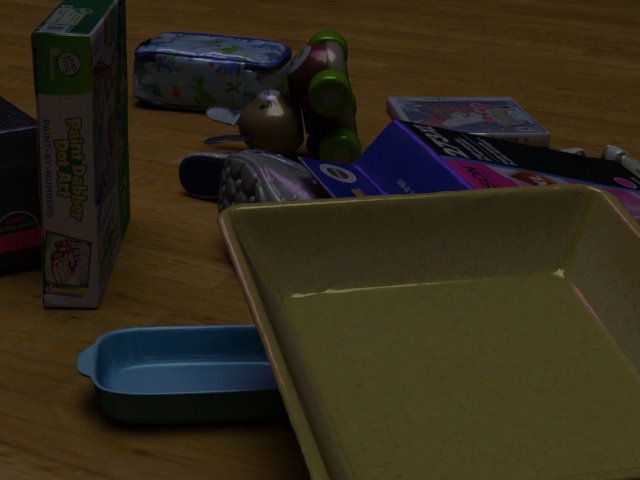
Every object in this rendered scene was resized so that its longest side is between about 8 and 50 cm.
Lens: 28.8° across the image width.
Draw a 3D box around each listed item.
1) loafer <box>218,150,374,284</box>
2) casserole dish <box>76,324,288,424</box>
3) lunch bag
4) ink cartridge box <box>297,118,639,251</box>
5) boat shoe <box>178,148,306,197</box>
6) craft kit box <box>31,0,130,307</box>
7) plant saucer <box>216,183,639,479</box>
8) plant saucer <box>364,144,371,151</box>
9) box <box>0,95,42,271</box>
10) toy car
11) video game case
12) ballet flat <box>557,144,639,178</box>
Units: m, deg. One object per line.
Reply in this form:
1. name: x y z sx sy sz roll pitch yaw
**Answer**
1. loafer: 0.000 0.000 1.140 0.111 0.112 0.319 -2 26 -30
2. casserole dish: -0.088 0.103 0.944 0.188 0.037 0.114 0 20 -8
3. lunch bag: -0.153 -0.245 1.798 0.218 0.090 0.176 7 18 9
4. ink cartridge box: 0.178 -0.036 1.146 0.370 0.069 0.176 5 27 -30
5. boat shoe: -0.066 -0.073 1.373 0.183 0.066 0.066 14 22 29
6. craft kit box: -0.219 -0.097 1.168 0.060 0.247 0.250 4 21 -3
7. plant saucer: 0.115 0.083 0.881 0.332 0.081 0.333 -3 34 -16
8. plant saucer: 0.096 -0.104 1.541 0.083 0.015 0.083 1 20 0
9. box: -0.390 -0.069 1.222 0.165 0.143 0.270 -13 26 -30
10. toy car: -0.051 -0.160 1.527 0.188 0.149 0.155 -9 31 4
11. video game case: 0.196 -0.164 1.700 0.183 0.023 0.201 -1 21 -7
12. ballet flat: 0.299 -0.065 1.366 0.230 0.077 0.077 -4 20 -15
